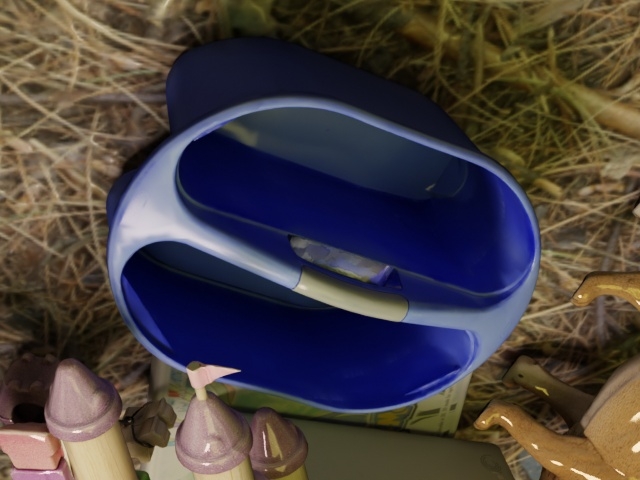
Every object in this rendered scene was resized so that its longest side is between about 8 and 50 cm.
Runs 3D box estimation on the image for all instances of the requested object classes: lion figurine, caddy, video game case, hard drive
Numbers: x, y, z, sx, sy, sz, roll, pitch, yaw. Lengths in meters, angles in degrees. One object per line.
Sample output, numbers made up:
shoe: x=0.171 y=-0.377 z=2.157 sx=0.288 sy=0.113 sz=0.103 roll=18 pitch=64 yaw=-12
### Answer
lion figurine: x=0.301 y=0.141 z=1.372 sx=0.240 sy=0.142 sz=0.392 roll=35 pitch=127 yaw=6
caddy: x=0.000 y=0.000 z=1.153 sx=0.341 sy=0.179 sz=0.241 roll=17 pitch=114 yaw=-27
video game case: x=-0.010 y=0.151 z=1.404 sx=0.300 sy=0.036 sz=0.329 roll=-3 pitch=131 yaw=-16
hard drive: x=0.052 y=0.244 z=1.343 sx=0.307 sy=0.203 sz=0.040 roll=10 pitch=125 yaw=-26

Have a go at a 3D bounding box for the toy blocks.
toy blocks: x=-0.166 y=0.165 z=1.128 sx=0.288 sy=0.309 sz=0.260 roll=0 pitch=132 yaw=15
